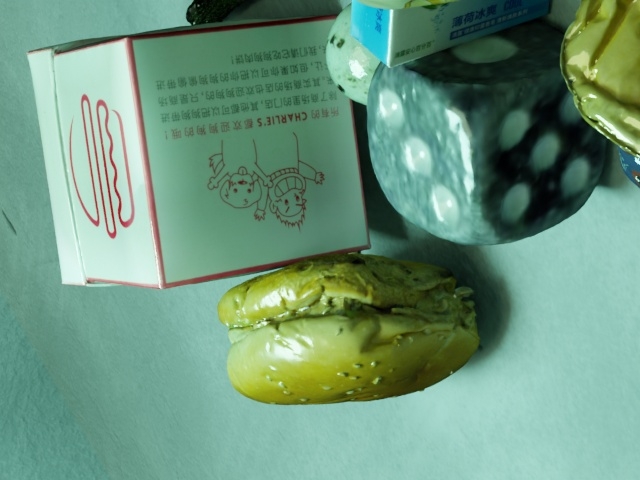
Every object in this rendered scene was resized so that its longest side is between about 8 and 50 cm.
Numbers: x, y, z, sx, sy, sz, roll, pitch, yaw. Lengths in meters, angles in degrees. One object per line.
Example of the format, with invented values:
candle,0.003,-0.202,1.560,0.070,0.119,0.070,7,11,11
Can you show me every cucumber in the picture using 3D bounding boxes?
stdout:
cucumber,-0.127,-0.326,2.056,0.187,0.058,0.058,-22,91,65

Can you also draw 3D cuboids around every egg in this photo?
egg,0.068,-0.203,1.706,0.131,0.131,0.164,62,169,10

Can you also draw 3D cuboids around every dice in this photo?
dice,0.164,-0.112,1.533,0.182,0.181,0.183,33,136,48

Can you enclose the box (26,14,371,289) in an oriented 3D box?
box,-0.151,-0.112,1.929,0.300,0.314,0.312,1,100,59

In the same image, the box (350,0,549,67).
box,0.128,-0.262,1.469,0.073,0.194,0.139,46,147,40

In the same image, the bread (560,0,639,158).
bread,0.319,-0.131,1.238,0.250,0.133,0.179,37,99,32

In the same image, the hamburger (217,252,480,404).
hamburger,0.035,0.107,1.838,0.314,0.290,0.170,-19,76,55

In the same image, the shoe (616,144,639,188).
shoe,0.336,-0.049,1.358,0.227,0.099,0.125,42,156,27

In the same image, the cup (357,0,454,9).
cup,0.111,-0.308,1.281,0.173,0.202,0.255,80,-173,-45

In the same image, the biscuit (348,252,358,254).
biscuit,-0.001,0.000,2.092,0.160,0.030,0.249,34,137,48
